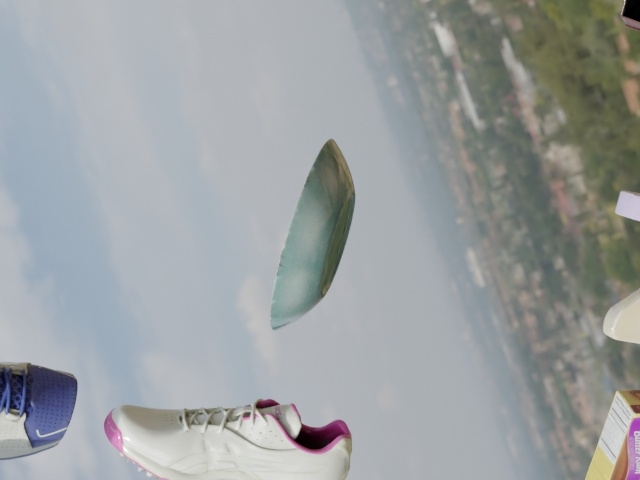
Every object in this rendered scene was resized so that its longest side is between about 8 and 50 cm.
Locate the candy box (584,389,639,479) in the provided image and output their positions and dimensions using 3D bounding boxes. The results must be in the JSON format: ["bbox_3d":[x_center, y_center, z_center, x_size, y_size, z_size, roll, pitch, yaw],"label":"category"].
[{"bbox_3d":[0.404,0.276,1.831,0.053,0.109,0.186,-119,37,-53],"label":"candy box"}]

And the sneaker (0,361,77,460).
[{"bbox_3d":[-0.463,0.192,1.855,0.182,0.316,0.127,134,141,-59],"label":"sneaker"}]

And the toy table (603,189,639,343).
[{"bbox_3d":[0.446,0.049,1.628,0.252,0.274,0.160,-112,34,-82],"label":"toy table"}]

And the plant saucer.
[{"bbox_3d":[0.000,0.000,1.400,0.195,0.037,0.195,18,-90,-82],"label":"plant saucer"}]

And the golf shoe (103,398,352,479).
[{"bbox_3d":[-0.103,0.235,1.740,0.140,0.306,0.115,-63,20,20],"label":"golf shoe"}]

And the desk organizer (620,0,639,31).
[{"bbox_3d":[0.420,-0.271,1.751,0.130,0.047,0.050,32,176,42],"label":"desk organizer"}]
